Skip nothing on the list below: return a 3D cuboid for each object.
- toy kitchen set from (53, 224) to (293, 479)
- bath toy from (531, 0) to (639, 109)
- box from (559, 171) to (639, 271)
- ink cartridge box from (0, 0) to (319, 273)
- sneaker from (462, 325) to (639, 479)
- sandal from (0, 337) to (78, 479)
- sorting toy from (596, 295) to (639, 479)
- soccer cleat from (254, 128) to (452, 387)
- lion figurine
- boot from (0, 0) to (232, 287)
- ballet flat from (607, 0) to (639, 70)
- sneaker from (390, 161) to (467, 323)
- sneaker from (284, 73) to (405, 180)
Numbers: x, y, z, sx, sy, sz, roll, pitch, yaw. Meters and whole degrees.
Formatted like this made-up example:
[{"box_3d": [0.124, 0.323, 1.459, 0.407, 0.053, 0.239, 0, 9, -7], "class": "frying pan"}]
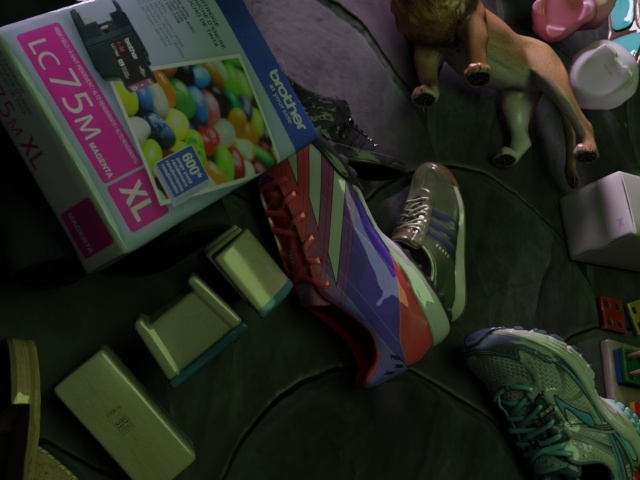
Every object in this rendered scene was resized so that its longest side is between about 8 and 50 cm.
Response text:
[{"box_3d": [-0.113, 0.098, 0.905, 0.207, 0.166, 0.122, -39, 98, -5], "class": "toy kitchen set"}, {"box_3d": [0.354, -0.349, 1.439, 0.348, 0.151, 0.129, 64, 12, 2], "class": "bath toy"}, {"box_3d": [0.465, -0.014, 1.385, 0.275, 0.113, 0.094, 10, 65, -37], "class": "box"}, {"box_3d": [-0.118, -0.122, 0.837, 0.311, 0.065, 0.185, -37, 100, -50], "class": "ink cartridge box"}, {"box_3d": [0.265, 0.203, 1.132, 0.283, 0.110, 0.122, 38, 55, -20], "class": "sneaker"}, {"box_3d": [-0.205, 0.190, 0.770, 0.079, 0.088, 0.240, 7, 62, -30], "class": "sandal"}, {"box_3d": [0.431, 0.191, 1.310, 0.132, 0.046, 0.274, 17, 61, -33], "class": "sorting toy"}, {"box_3d": [0.000, 0.000, 1.016, 0.116, 0.109, 0.318, -38, 93, -21], "class": "soccer cleat"}, {"box_3d": [0.220, -0.242, 1.293, 0.392, 0.142, 0.240, 35, 43, -40], "class": "lion figurine"}, {"box_3d": [-0.293, -0.171, 0.836, 0.367, 0.146, 0.445, -12, 83, -39], "class": "boot"}, {"box_3d": [0.478, -0.303, 1.554, 0.067, 0.073, 0.206, 41, 53, -36], "class": "ballet flat"}, {"box_3d": [0.114, -0.004, 1.126, 0.086, 0.064, 0.192, 12, 67, -40], "class": "sneaker"}, {"box_3d": [0.023, -0.122, 1.115, 0.170, 0.051, 0.089, 8, 71, -33], "class": "sneaker"}]
